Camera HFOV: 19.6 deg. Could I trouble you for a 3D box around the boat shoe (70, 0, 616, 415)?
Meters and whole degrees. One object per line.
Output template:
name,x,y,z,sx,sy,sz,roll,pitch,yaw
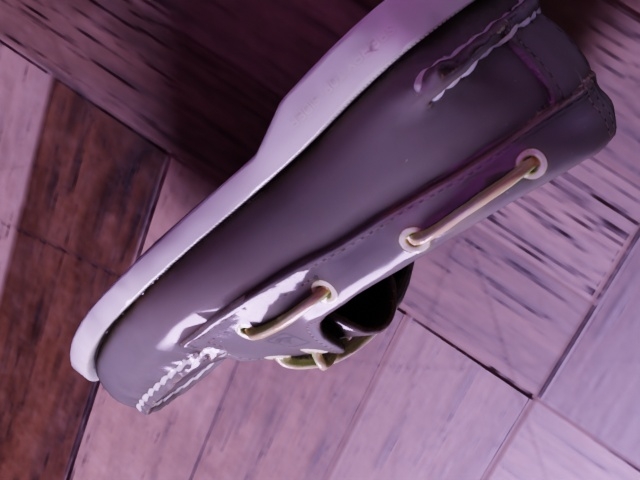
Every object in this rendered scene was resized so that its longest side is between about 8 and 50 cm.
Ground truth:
boat shoe,-0.002,0.002,0.748,0.091,0.109,0.305,48,134,2
